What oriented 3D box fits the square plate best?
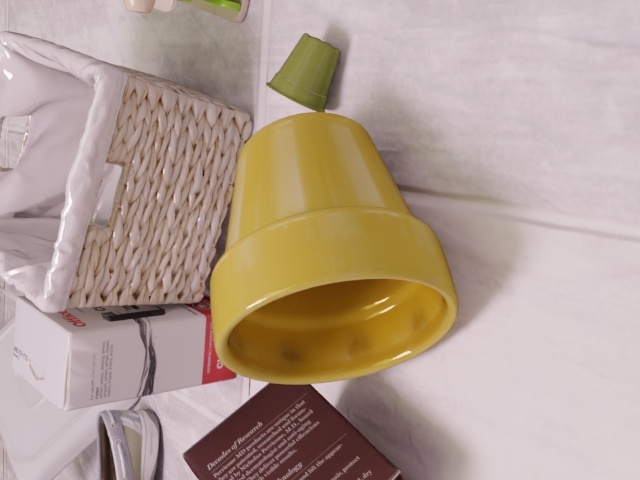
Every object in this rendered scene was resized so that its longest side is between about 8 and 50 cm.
[{"bbox_3d":[-0.539,0.262,1.544,0.344,0.049,0.347,-43,63,17],"label":"square plate"}]

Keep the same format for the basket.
[{"bbox_3d":[-0.326,-0.099,1.163,0.331,0.266,0.328,25,102,40],"label":"basket"}]

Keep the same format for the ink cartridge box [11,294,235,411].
[{"bbox_3d":[-0.288,0.146,1.176,0.197,0.273,0.114,17,106,47],"label":"ink cartridge box"}]

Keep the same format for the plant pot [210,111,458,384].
[{"bbox_3d":[0.000,0.000,0.872,0.254,0.254,0.239,-43,47,42],"label":"plant pot"}]

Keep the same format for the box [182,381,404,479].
[{"bbox_3d":[-0.016,0.294,0.910,0.203,0.167,0.168,36,157,41],"label":"box"}]

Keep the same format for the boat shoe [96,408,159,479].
[{"bbox_3d":[-0.351,0.452,1.365,0.118,0.103,0.320,-2,79,51],"label":"boat shoe"}]

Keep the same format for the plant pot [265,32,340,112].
[{"bbox_3d":[-0.014,-0.212,0.988,0.083,0.083,0.079,40,108,40],"label":"plant pot"}]

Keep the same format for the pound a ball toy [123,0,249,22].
[{"bbox_3d":[-0.239,-0.408,1.125,0.319,0.208,0.136,33,118,43],"label":"pound a ball toy"}]
